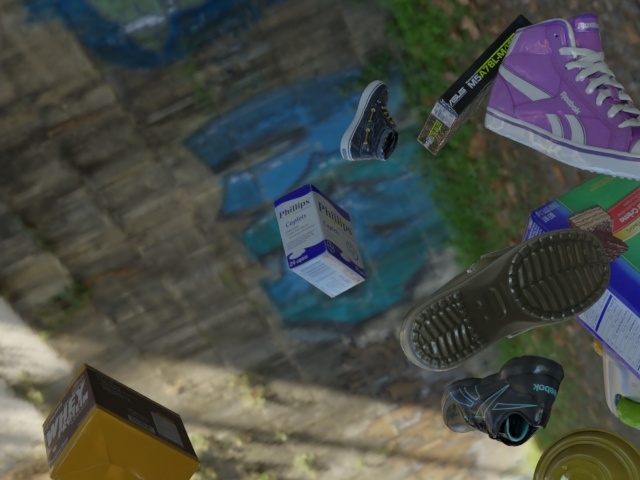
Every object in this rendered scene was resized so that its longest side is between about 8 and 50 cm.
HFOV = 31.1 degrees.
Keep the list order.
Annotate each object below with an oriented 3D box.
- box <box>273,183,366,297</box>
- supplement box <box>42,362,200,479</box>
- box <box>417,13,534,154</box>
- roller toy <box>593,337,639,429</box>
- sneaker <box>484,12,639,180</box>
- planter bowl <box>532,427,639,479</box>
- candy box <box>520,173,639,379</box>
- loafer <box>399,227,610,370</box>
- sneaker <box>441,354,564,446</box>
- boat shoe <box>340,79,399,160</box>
[{"bbox_3d":[0.000,0.000,1.818,0.126,0.072,0.137,37,-149,-49],"label":"box"},{"bbox_3d":[-0.318,0.321,1.808,0.191,0.129,0.194,33,-177,-22],"label":"supplement box"},{"bbox_3d":[0.230,-0.227,1.699,0.045,0.184,0.191,40,168,5],"label":"box"},{"bbox_3d":[0.545,0.197,1.818,0.209,0.191,0.146,-95,-6,-65],"label":"roller toy"},{"bbox_3d":[0.302,-0.165,1.273,0.282,0.102,0.161,30,111,43],"label":"sneaker"},{"bbox_3d":[0.455,0.426,1.970,0.090,0.217,0.217,27,-146,-59],"label":"planter bowl"},{"bbox_3d":[0.496,0.040,1.686,0.317,0.268,0.122,47,151,30],"label":"candy box"},{"bbox_3d":[0.192,0.059,1.243,0.092,0.268,0.102,-6,103,68],"label":"loafer"},{"bbox_3d":[0.258,0.255,1.713,0.267,0.101,0.106,137,147,-56],"label":"sneaker"},{"bbox_3d":[0.105,-0.206,2.010,0.065,0.083,0.183,70,-144,-47],"label":"boat shoe"}]
